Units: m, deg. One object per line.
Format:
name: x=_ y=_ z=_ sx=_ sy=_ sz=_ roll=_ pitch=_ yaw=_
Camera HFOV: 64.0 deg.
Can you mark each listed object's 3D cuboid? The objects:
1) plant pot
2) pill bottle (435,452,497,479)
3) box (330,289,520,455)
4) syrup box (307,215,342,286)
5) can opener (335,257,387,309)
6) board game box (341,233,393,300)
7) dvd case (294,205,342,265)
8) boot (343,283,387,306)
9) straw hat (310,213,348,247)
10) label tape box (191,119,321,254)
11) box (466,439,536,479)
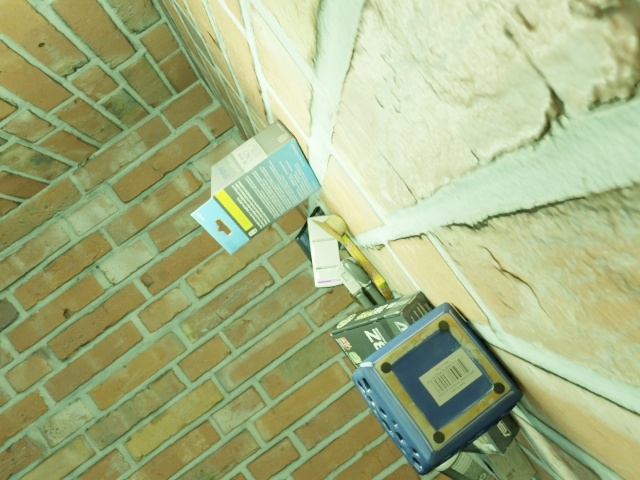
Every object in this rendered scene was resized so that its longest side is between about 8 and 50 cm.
plant pot: x=0.211 y=0.265 z=0.938 sx=0.236 sy=0.236 sz=0.212 roll=53 pitch=170 yaw=22
pill bottle: x=0.493 y=0.770 z=1.854 sx=0.318 sy=0.176 sz=0.176 roll=32 pitch=-179 yaw=-11
box: x=0.236 y=0.330 z=1.241 sx=0.395 sy=0.097 sz=0.318 roll=54 pitch=145 yaw=-3
syrup box: x=0.017 y=0.042 z=1.747 sx=0.093 sy=0.096 sz=0.237 roll=69 pitch=-165 yaw=-80
can opener: x=0.154 y=0.176 z=1.648 sx=0.283 sy=0.076 sz=0.095 roll=51 pitch=178 yaw=-7
board game box: x=0.148 y=0.084 z=1.737 sx=0.259 sy=0.039 sz=0.124 roll=55 pitch=179 yaw=36
dvd case: x=0.000 y=0.000 z=1.899 sx=0.180 sy=0.022 sz=0.253 roll=55 pitch=-148 yaw=-17
boot: x=0.159 y=0.173 z=1.802 sx=0.213 sy=0.077 sz=0.165 roll=42 pitch=-167 yaw=-12
straw hat: x=0.045 y=-0.045 z=1.575 sx=0.144 sy=0.061 sz=0.144 roll=38 pitch=-176 yaw=-3
label tape box: x=-0.188 y=-0.143 z=1.433 sx=0.106 sy=0.333 sz=0.241 roll=52 pitch=177 yaw=34
box: x=0.456 y=0.571 z=1.476 sx=0.169 sy=0.087 sz=0.290 roll=54 pitch=167 yaw=-16
